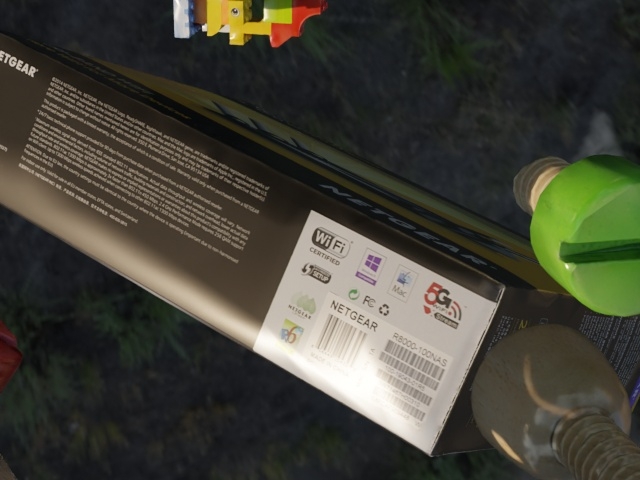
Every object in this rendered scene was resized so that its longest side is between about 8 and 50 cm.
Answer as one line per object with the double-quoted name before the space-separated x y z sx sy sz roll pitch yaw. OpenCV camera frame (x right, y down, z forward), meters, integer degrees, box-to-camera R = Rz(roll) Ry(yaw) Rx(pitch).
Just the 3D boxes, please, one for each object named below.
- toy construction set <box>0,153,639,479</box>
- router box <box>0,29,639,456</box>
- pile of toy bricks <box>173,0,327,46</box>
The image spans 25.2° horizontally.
"toy construction set" 0.013 0.119 0.291 0.309 0.237 0.257 -33 111 -2
"router box" 0.000 0.000 0.734 0.243 0.309 0.081 9 106 -60
"pile of toy bricks" -0.031 -0.215 0.870 0.105 0.118 0.212 5 112 10
